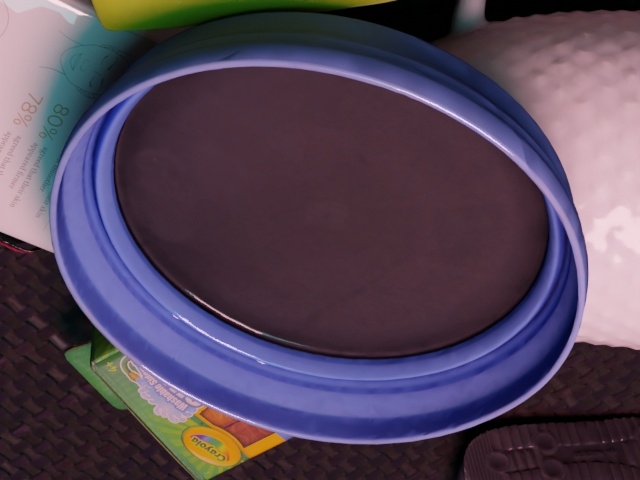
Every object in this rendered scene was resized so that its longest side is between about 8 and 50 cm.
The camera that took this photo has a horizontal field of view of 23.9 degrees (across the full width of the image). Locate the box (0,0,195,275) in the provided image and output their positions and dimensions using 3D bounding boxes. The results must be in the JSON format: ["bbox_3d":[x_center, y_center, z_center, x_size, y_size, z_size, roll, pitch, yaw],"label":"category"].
[{"bbox_3d":[-0.223,-0.136,1.198,0.345,0.168,0.215,24,120,-21],"label":"box"}]

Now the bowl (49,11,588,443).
[{"bbox_3d":[0.000,0.000,1.106,0.391,0.077,0.391,8,136,8],"label":"bowl"}]

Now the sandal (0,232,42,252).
[{"bbox_3d":[-0.255,-0.018,1.362,0.179,0.040,0.067,-6,127,-2],"label":"sandal"}]

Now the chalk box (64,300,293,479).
[{"bbox_3d":[-0.093,0.078,1.366,0.289,0.179,0.180,-29,124,15],"label":"chalk box"}]

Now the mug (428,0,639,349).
[{"bbox_3d":[0.217,-0.101,1.239,0.328,0.276,0.374,4,97,4],"label":"mug"}]

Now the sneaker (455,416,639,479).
[{"bbox_3d":[0.297,0.260,1.609,0.319,0.112,0.131,4,143,-6],"label":"sneaker"}]

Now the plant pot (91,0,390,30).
[{"bbox_3d":[-0.059,-0.296,1.012,0.227,0.228,0.207,-4,144,12],"label":"plant pot"}]
